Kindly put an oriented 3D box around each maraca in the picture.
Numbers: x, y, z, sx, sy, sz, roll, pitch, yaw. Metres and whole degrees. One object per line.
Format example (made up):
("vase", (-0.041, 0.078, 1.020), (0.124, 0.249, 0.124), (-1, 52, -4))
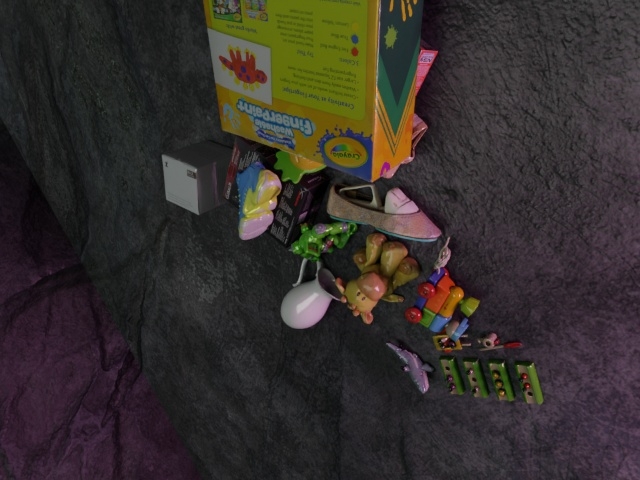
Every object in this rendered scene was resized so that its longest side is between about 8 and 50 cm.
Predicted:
("maraca", (-0.033, -0.221, 1.254), (0.186, 0.099, 0.127), (-36, 64, 8))

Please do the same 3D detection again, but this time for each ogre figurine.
("ogre figurine", (0.000, 0.000, 1.352), (0.197, 0.118, 0.096), (-13, 73, 48))

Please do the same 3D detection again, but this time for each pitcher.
("pitcher", (-0.038, 0.154, 1.493), (0.207, 0.126, 0.177), (-44, 61, 34))

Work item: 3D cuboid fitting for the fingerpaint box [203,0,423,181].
("fingerpaint box", (-0.024, -0.371, 1.040), (0.445, 0.163, 0.370), (24, 133, 32))

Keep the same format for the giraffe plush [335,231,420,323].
("giraffe plush", (0.127, 0.108, 1.277), (0.182, 0.170, 0.210), (31, 130, 23))

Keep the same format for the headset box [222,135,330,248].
("headset box", (-0.142, -0.156, 1.400), (0.293, 0.110, 0.218), (37, 131, 18))

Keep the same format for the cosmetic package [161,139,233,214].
("cosmetic package", (-0.351, -0.194, 1.504), (0.151, 0.184, 0.151), (23, 126, 30))

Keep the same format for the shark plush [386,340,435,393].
("shark plush", (0.247, 0.339, 1.376), (0.073, 0.067, 0.161), (-34, 89, 45))

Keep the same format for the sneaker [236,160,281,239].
("sneaker", (-0.178, -0.112, 1.332), (0.126, 0.091, 0.240), (58, 137, 25))

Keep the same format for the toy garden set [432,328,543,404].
("toy garden set", (0.400, 0.313, 1.246), (0.244, 0.049, 0.203), (-8, 108, 42))

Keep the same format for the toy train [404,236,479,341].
("toy train", (0.312, 0.123, 1.180), (0.143, 0.105, 0.247), (33, 130, 18))

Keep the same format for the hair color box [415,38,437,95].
("hair color box", (0.167, -0.348, 1.062), (0.093, 0.054, 0.167), (53, 137, 30))

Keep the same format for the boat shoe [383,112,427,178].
("boat shoe", (0.186, -0.203, 1.133), (0.059, 0.063, 0.170), (43, 133, 22))

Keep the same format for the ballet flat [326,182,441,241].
("ballet flat", (0.144, -0.080, 1.212), (0.316, 0.108, 0.106), (15, 115, 32))
